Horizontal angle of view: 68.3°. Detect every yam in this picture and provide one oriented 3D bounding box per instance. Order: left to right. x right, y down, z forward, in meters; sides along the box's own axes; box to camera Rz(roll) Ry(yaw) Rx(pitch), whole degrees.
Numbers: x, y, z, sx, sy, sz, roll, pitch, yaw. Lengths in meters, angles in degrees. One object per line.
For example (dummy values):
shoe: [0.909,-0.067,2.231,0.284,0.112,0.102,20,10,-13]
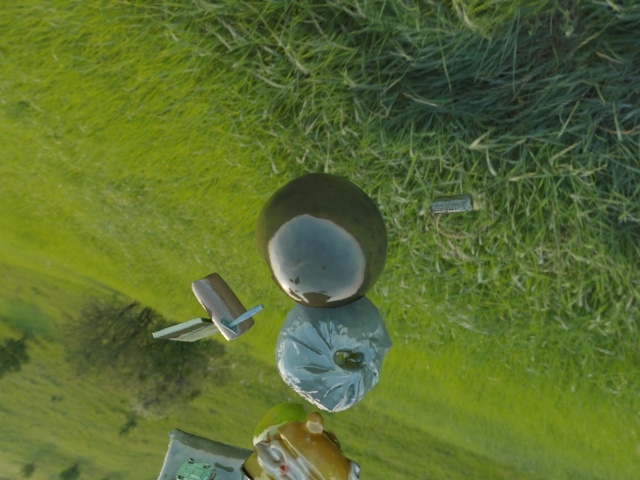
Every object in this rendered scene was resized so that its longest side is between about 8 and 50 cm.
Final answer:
yam: [0.297,-0.083,1.066,0.094,0.043,0.043,0,131,40]

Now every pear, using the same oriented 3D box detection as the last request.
pear: [-0.129,0.662,1.632,0.220,0.187,0.187,-25,125,-5]

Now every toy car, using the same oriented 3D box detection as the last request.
toy car: [-0.318,0.590,1.193,0.122,0.059,0.035,-13,121,41]

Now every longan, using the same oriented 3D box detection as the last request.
longan: [0.000,0.000,1.189,0.361,0.361,0.361,12,134,13]

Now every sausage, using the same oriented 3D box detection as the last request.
sausage: [-0.357,0.230,1.706,0.123,0.123,0.253,-28,99,39]

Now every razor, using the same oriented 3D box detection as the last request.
razor: [-0.220,0.222,1.377,0.135,0.040,0.068,-32,128,21]

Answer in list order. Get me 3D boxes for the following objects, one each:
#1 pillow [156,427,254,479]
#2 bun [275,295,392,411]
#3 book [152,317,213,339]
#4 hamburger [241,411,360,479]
pillow: [-0.365,0.725,1.493,0.303,0.184,0.075,13,161,8]
bun: [0.053,0.292,1.309,0.354,0.354,0.194,44,157,-18]
book: [-0.472,0.338,1.791,0.201,0.026,0.289,-21,162,9]
hamburger: [-0.035,0.584,1.201,0.276,0.237,0.276,40,159,18]
